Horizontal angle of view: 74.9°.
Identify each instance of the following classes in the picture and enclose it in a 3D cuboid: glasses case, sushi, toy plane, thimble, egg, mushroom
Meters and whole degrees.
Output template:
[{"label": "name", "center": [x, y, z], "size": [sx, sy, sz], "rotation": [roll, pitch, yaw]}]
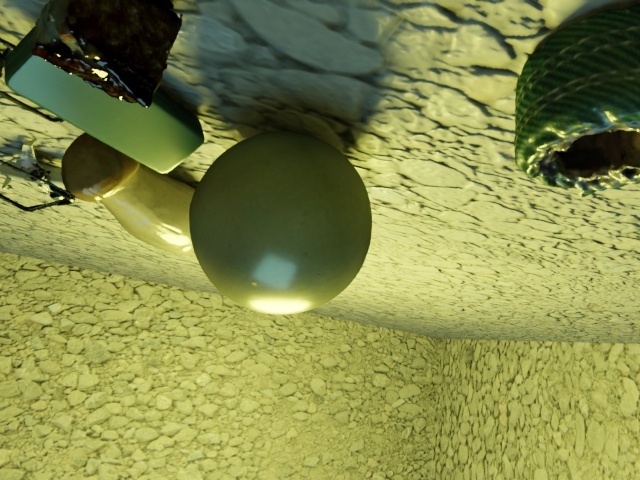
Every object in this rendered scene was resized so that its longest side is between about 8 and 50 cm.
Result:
[{"label": "glasses case", "center": [-0.213, -0.141, 0.440], "size": [0.078, 0.039, 0.184], "rotation": [-33, 148, 16]}, {"label": "sushi", "center": [-0.164, -0.155, 0.319], "size": [0.094, 0.097, 0.084], "rotation": [1, 160, 42]}, {"label": "toy plane", "center": [-0.478, -0.112, 0.720], "size": [0.171, 0.065, 0.162], "rotation": [2, 152, 6]}, {"label": "thimble", "center": [0.215, -0.098, 0.322], "size": [0.119, 0.090, 0.135], "rotation": [13, 166, -5]}, {"label": "egg", "center": [-0.048, -0.019, 0.513], "size": [0.219, 0.218, 0.269], "rotation": [14, 166, -18]}, {"label": "mushroom", "center": [-0.262, -0.056, 0.679], "size": [0.129, 0.128, 0.350], "rotation": [6, 162, 13]}]

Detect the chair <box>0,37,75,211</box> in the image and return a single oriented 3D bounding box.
[{"label": "chair", "center": [-0.363, -0.138, 0.422], "size": [0.145, 0.140, 0.221], "rotation": [-3, 159, 33]}]
